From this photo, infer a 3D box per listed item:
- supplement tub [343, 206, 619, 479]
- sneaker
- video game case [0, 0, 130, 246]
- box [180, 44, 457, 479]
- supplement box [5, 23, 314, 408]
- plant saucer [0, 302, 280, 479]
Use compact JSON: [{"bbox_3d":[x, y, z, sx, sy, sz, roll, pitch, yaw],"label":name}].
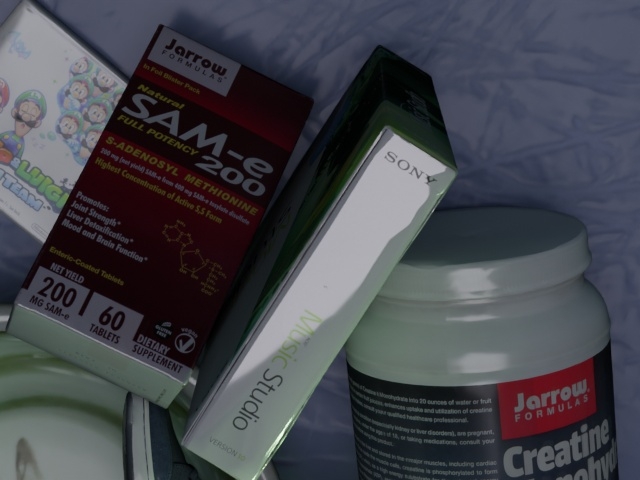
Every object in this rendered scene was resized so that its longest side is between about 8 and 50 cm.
[{"bbox_3d":[0.118,0.127,1.184,0.191,0.191,0.272,-5,104,4],"label":"supplement tub"},{"bbox_3d":[-0.054,0.205,1.175,0.163,0.086,0.226,-12,94,-8],"label":"sneaker"},{"bbox_3d":[-0.205,-0.080,1.236,0.157,0.019,0.143,40,102,-7],"label":"video game case"},{"bbox_3d":[0.000,0.000,1.091,0.058,0.322,0.232,31,103,-8],"label":"box"},{"bbox_3d":[-0.110,-0.019,1.153,0.130,0.073,0.239,26,65,-6],"label":"supplement box"},{"bbox_3d":[-0.220,0.232,1.267,0.400,0.100,0.401,0,102,0],"label":"plant saucer"}]
